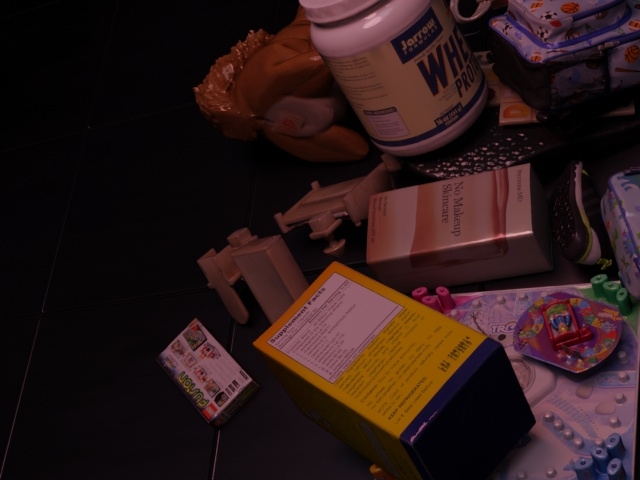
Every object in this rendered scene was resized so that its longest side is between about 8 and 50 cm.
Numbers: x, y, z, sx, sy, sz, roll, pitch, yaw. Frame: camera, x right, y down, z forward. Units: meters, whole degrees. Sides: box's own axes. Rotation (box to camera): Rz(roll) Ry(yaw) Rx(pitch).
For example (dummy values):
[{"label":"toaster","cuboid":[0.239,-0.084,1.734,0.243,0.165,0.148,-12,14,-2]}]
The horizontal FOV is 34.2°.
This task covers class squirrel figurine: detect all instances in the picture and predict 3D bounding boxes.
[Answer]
[{"label":"squirrel figurine","cuboid":[-0.060,-0.371,2.120,0.397,0.281,0.370,-6,51,24]}]

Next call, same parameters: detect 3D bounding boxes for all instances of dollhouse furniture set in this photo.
[{"label":"dollhouse furniture set","cuboid":[0.000,0.000,1.982,0.303,0.174,0.355,-11,24,46]}]

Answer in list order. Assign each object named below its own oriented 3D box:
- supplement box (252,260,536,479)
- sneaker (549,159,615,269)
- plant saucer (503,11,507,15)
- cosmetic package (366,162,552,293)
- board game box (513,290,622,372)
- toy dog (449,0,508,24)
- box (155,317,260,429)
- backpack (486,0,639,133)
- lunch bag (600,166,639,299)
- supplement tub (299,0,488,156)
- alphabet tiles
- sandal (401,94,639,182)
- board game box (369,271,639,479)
[{"label":"supplement box","cuboid":[0.105,0.210,1.539,0.194,0.195,0.356,-44,42,-18]},{"label":"sneaker","cuboid":[0.447,-0.036,1.743,0.097,0.084,0.235,18,46,-9]},{"label":"plant saucer","cuboid":[0.387,-0.386,1.936,0.119,0.021,0.119,-6,66,13]},{"label":"cosmetic package","cuboid":[0.240,-0.016,1.799,0.296,0.129,0.153,-11,55,23]},{"label":"board game box","cuboid":[0.374,0.128,1.590,0.168,0.033,0.133,19,59,43]},{"label":"toy dog","cuboid":[0.386,-0.554,2.086,0.220,0.161,0.334,-4,73,24]},{"label":"box","cuboid":[-0.213,0.247,1.947,0.114,0.036,0.207,-45,49,-4]},{"label":"backpack","cuboid":[0.442,-0.344,1.768,0.263,0.213,0.276,-11,37,-9]},{"label":"lunch bag","cuboid":[0.546,-0.016,1.624,0.176,0.090,0.219,-4,55,-4]},{"label":"supplement tub","cuboid":[0.127,-0.333,1.795,0.235,0.325,0.235,-24,34,17]},{"label":"alphabet tiles","cuboid":[0.441,-0.307,1.879,0.342,0.011,0.285,-3,43,16]},{"label":"sandal","cuboid":[0.367,-0.169,1.857,0.445,0.107,0.168,-10,51,8]},{"label":"board game box","cuboid":[0.292,0.213,1.615,0.390,0.050,0.390,-7,44,27]}]
